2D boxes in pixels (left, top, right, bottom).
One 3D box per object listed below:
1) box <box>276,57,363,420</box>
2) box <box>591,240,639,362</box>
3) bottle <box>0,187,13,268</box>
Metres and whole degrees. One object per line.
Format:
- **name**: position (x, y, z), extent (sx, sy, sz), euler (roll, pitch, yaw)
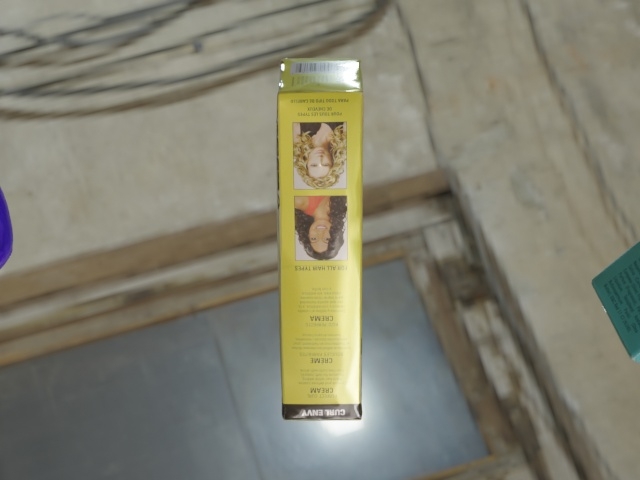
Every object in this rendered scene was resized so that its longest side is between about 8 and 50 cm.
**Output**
- **box**: position (0.000, 0.000, 1.035), extent (0.087, 0.058, 0.232), euler (-90, 179, -70)
- **box**: position (0.277, -0.016, 0.855), extent (0.244, 0.100, 0.060), euler (-42, -130, 27)
- **bottle**: position (-0.368, -0.009, 1.336), extent (0.283, 0.092, 0.118), euler (-8, -77, 52)
